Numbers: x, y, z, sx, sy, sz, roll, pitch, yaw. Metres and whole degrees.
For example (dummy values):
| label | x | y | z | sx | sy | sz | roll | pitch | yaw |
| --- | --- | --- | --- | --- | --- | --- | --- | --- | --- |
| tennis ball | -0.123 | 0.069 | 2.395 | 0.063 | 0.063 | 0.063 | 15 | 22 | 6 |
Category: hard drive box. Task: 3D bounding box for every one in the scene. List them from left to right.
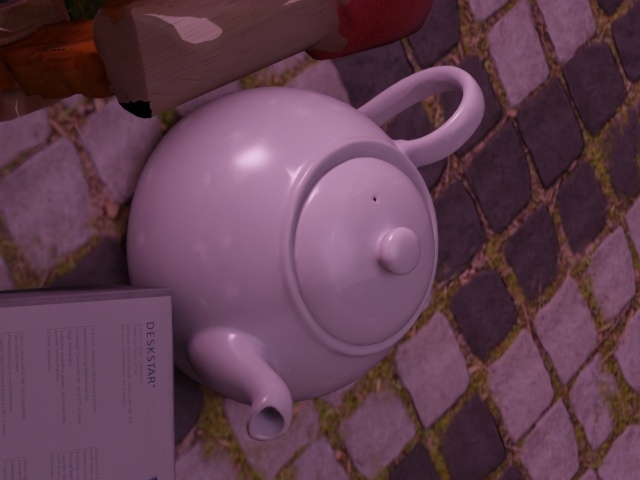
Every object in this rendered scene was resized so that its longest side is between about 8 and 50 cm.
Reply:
| label | x | y | z | sx | sy | sz | roll | pitch | yaw |
| --- | --- | --- | --- | --- | --- | --- | --- | --- | --- |
| hard drive box | -0.209 | 0.124 | 1.093 | 0.232 | 0.089 | 0.181 | -2 | 92 | -43 |

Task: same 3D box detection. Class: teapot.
| label | x | y | z | sx | sy | sz | roll | pitch | yaw |
| --- | --- | --- | --- | --- | --- | --- | --- | --- | --- |
| teapot | 0.000 | 0.000 | 1.224 | 0.252 | 0.187 | 0.256 | -3 | 92 | -44 |

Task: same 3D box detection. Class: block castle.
| label | x | y | z | sx | sy | sz | roll | pitch | yaw |
| --- | --- | --- | --- | --- | --- | --- | --- | --- | --- |
| block castle | -0.150 | -0.228 | 0.905 | 0.213 | 0.453 | 0.303 | -28 | 108 | -32 |
